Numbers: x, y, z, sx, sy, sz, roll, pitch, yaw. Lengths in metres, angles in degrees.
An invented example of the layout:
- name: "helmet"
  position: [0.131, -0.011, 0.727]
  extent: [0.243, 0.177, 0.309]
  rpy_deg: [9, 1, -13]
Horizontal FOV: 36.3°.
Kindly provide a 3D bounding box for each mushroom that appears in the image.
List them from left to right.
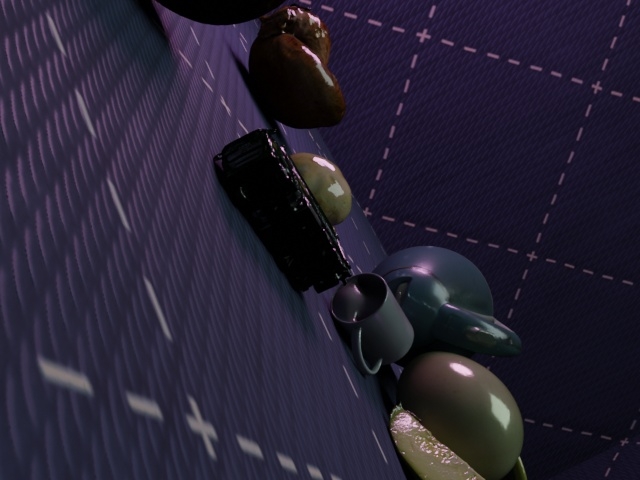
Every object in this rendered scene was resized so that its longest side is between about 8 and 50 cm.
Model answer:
- name: "mushroom"
  position: [-0.062, -0.380, 2.178]
  extent: [0.263, 0.195, 0.283]
  rpy_deg: [-127, -157, -78]
- name: "mushroom"
  position: [-0.017, -0.080, 1.606]
  extent: [0.112, 0.148, 0.148]
  rpy_deg: [111, -32, -41]

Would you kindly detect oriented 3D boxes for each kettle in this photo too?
- name: "kettle"
  position: [0.220, 0.137, 1.801]
  extent: [0.319, 0.247, 0.342]
  rpy_deg: [18, 0, 14]

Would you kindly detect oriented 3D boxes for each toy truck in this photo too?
- name: "toy truck"
  position: [-0.046, -0.038, 1.314]
  extent: [0.259, 0.088, 0.121]
  rpy_deg: [58, 8, -40]

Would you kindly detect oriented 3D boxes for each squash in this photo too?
- name: "squash"
  position: [0.188, 0.347, 1.433]
  extent: [0.169, 0.093, 0.252]
  rpy_deg: [-36, -103, 51]

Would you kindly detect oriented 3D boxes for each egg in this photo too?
- name: "egg"
  position: [0.224, 0.289, 1.612]
  extent: [0.254, 0.188, 0.188]
  rpy_deg: [55, 1, 38]

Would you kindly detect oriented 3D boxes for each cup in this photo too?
- name: "cup"
  position: [0.074, 0.142, 1.570]
  extent: [0.099, 0.136, 0.133]
  rpy_deg: [21, -25, 41]

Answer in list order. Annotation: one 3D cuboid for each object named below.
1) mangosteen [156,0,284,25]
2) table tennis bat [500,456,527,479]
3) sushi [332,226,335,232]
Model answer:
- name: "mangosteen"
  position: [-0.154, -0.476, 1.394]
  extent: [0.306, 0.306, 0.359]
  rpy_deg: [57, -3, -38]
- name: "table tennis bat"
  position: [0.256, 0.378, 1.766]
  extent: [0.369, 0.054, 0.224]
  rpy_deg: [52, -41, 44]
- name: "sushi"
  position: [-0.012, -0.054, 1.871]
  extent: [0.193, 0.040, 0.210]
  rpy_deg: [60, 6, -13]
